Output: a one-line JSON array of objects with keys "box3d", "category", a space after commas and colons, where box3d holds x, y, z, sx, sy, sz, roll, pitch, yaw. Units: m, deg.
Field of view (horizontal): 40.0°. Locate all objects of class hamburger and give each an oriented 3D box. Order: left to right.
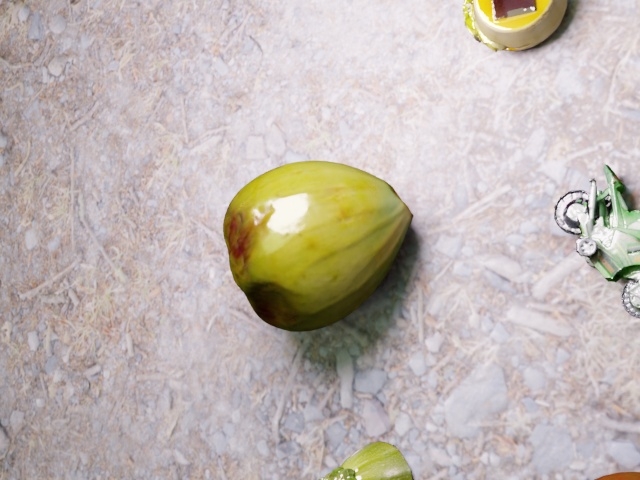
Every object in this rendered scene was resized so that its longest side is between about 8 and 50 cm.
[{"box3d": [0.262, -0.319, 1.190, 0.141, 0.081, 0.126, -25, 72, 16], "category": "hamburger"}]

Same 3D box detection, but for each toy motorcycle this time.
[{"box3d": [0.373, 0.001, 1.077, 0.106, 0.074, 0.190, -39, 63, 13], "category": "toy motorcycle"}]

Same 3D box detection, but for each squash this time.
[{"box3d": [0.052, 0.333, 1.207, 0.105, 0.132, 0.105, -5, 81, 36], "category": "squash"}]

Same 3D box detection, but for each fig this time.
[{"box3d": [0.000, 0.000, 1.246, 0.271, 0.239, 0.239, -18, 72, 3], "category": "fig"}]

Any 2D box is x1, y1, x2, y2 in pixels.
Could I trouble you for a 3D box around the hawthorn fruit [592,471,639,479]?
[{"box3d": [0.334, 0.375, 0.941, 0.301, 0.268, 0.268, 43, 107, 41], "category": "hawthorn fruit"}]
